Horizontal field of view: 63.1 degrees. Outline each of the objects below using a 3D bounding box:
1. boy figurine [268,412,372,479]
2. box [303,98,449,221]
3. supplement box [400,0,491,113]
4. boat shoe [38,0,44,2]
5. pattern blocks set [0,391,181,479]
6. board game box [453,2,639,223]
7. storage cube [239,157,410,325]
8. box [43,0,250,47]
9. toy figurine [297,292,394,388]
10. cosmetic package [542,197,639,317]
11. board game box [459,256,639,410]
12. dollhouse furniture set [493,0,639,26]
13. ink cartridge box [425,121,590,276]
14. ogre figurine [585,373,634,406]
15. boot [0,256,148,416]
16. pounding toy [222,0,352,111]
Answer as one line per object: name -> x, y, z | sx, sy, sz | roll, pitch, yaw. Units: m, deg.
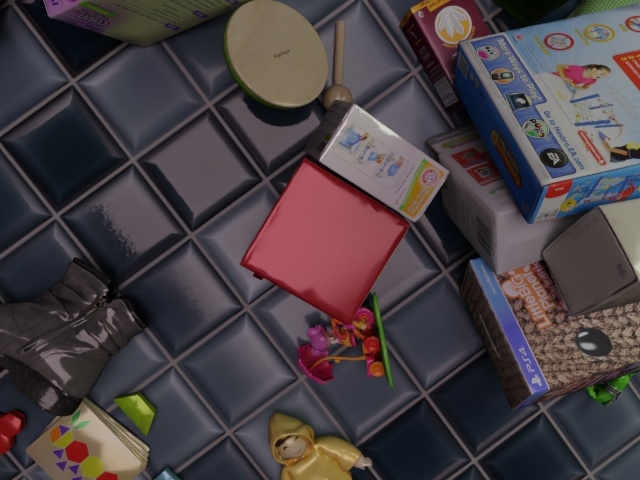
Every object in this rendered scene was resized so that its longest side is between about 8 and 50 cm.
boy figurine -> 0.005, 0.426, 0.939 | 0.177, 0.092, 0.285 | -30, 99, 1
box -> 0.092, -0.132, 0.866 | 0.203, 0.114, 0.103 | 30, 98, -21
supplement box -> 0.234, -0.332, 0.906 | 0.104, 0.081, 0.188 | -31, 96, -1
boat shoe -> -0.477, -0.506, 0.838 | 0.079, 0.095, 0.254 | -8, 93, -5
pattern blocks set -> -0.420, 0.381, 0.936 | 0.286, 0.026, 0.324 | -33, 95, -1
board game box -> 0.391, -0.196, 0.754 | 0.302, 0.086, 0.308 | -12, 56, -1
storage cube -> 0.000, 0.000, 0.862 | 0.193, 0.184, 0.214 | 30, 91, -7
box -> -0.245, -0.401, 0.766 | 0.243, 0.213, 0.117 | -15, 95, 20
toy figurine -> 0.035, 0.185, 0.911 | 0.160, 0.130, 0.173 | -10, 106, 6
cosmetic package -> 0.504, 0.006, 0.733 | 0.310, 0.160, 0.113 | -9, 66, -11
board game box -> 0.419, 0.117, 0.868 | 0.291, 0.141, 0.231 | -17, 62, -2
dollhouse furniture set -> 0.485, -0.427, 0.882 | 0.302, 0.151, 0.197 | 35, 91, -6
ink cartridge box -> 0.373, -0.114, 0.883 | 0.310, 0.271, 0.130 | -19, 128, -2
ogre figurine -> 0.504, 0.203, 0.959 | 0.118, 0.097, 0.197 | -42, 73, 15
boot -> -0.480, 0.113, 0.886 | 0.338, 0.118, 0.222 | 37, 80, -5
pounding toy -> -0.070, -0.294, 0.892 | 0.237, 0.110, 0.182 | -2, 82, -33
